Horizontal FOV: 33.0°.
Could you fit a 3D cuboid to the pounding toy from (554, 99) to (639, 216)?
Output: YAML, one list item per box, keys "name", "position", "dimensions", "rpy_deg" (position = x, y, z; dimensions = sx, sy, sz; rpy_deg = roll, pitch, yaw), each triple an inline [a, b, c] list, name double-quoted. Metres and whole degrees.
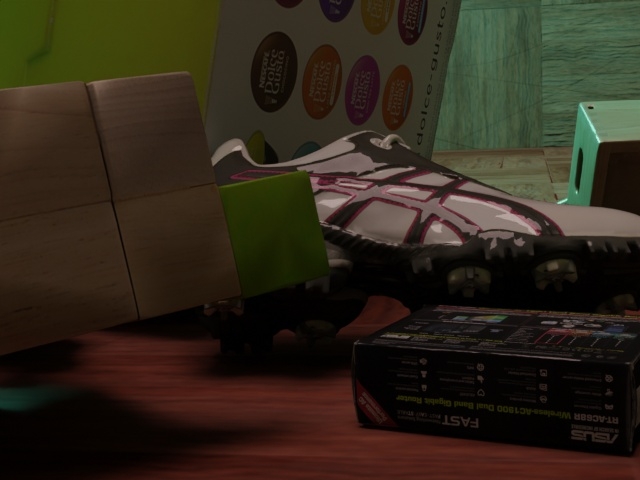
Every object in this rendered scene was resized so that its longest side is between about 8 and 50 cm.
- name: "pounding toy"
  position: [0.271, -0.053, 0.960]
  dimensions: [0.130, 0.141, 0.100]
  rpy_deg: [-2, 36, -1]

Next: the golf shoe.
- name: "golf shoe"
  position: [0.058, -0.010, 0.591]
  dimensions: [0.272, 0.120, 0.105]
  rpy_deg: [0, -30, 2]

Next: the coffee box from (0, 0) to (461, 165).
- name: "coffee box"
  position: [-0.116, -0.169, 0.836]
  dimensions: [0.338, 0.338, 0.334]
  rpy_deg: [13, 7, 29]

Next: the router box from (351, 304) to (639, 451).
- name: "router box"
  position: [0.087, 0.057, 0.481]
  dimensions: [0.122, 0.038, 0.092]
  rpy_deg: [2, 9, 27]

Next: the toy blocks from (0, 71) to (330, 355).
- name: "toy blocks"
  position: [-0.228, 0.019, 0.462]
  dimensions: [0.381, 0.191, 0.261]
  rpy_deg: [-14, 1, -36]
